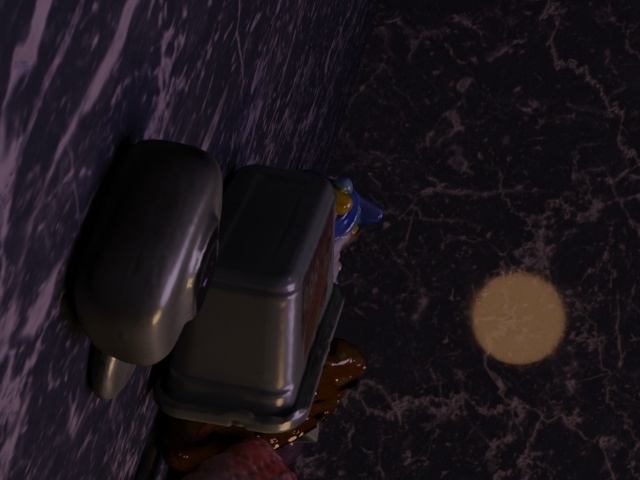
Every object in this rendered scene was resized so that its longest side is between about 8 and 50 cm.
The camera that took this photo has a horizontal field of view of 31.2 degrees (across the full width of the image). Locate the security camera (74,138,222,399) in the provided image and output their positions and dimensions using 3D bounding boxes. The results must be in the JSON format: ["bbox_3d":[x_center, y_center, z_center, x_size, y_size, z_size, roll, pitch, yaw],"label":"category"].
[{"bbox_3d":[-0.125,0.036,0.874,0.301,0.080,0.157,110,-2,-69],"label":"security camera"}]

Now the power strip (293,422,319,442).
[{"bbox_3d":[-0.094,0.251,1.697,0.270,0.118,0.046,51,43,-59],"label":"power strip"}]

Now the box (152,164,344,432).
[{"bbox_3d":[-0.070,0.050,1.303,0.312,0.175,0.183,-69,167,-59],"label":"box"}]

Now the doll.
[{"bbox_3d":[0.008,0.003,2.470,0.376,0.187,0.366,-110,-140,-62],"label":"doll"}]

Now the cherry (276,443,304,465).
[{"bbox_3d":[-0.116,0.368,2.316,0.213,0.183,0.266,126,-33,-70],"label":"cherry"}]

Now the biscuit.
[{"bbox_3d":[-0.079,0.205,1.472,0.075,0.295,0.296,61,-21,24],"label":"biscuit"}]

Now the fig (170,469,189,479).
[{"bbox_3d":[-0.164,0.356,1.749,0.175,0.207,0.175,-32,167,-8],"label":"fig"}]

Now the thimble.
[{"bbox_3d":[-0.113,0.374,1.430,0.239,0.162,0.239,-38,163,-14],"label":"thimble"}]
